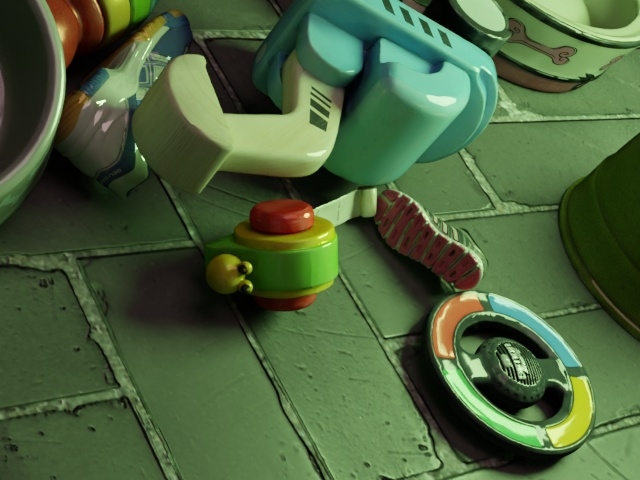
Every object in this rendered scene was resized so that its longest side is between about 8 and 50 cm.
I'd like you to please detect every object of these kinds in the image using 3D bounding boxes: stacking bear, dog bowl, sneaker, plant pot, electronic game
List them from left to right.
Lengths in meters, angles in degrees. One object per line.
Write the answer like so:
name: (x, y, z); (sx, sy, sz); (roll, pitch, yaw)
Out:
dog bowl: (-0.396, -0.155, 1.193); (0.349, 0.102, 0.348); (7, 76, -28)
stacking bear: (-0.282, -0.280, 1.472); (0.289, 0.164, 0.175); (-57, 136, -40)
sneaker: (-0.204, -0.152, 1.462); (0.131, 0.112, 0.296); (47, 38, -14)
sneaker: (0.137, 0.000, 1.570); (0.170, 0.063, 0.075); (38, 16, 23)
electronic game: (0.217, 0.150, 1.482); (0.229, 0.048, 0.229); (20, 41, -19)
dog bowl: (0.325, -0.401, 2.050); (0.408, 0.150, 0.408); (21, 40, -19)
plant pot: (0.570, -0.067, 1.721); (0.366, 0.353, 0.366); (21, 40, -18)

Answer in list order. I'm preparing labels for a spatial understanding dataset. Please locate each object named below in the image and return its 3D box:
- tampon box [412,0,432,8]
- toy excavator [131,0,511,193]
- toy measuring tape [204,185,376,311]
tampon box: (0.102, -0.322, 1.826); (0.161, 0.120, 0.101); (18, 42, -21)
toy excavator: (0.016, -0.169, 1.489); (0.433, 0.222, 0.445); (26, 38, -21)
toy measuring tape: (0.000, 0.000, 1.421); (0.121, 0.121, 0.330); (48, 37, 15)
